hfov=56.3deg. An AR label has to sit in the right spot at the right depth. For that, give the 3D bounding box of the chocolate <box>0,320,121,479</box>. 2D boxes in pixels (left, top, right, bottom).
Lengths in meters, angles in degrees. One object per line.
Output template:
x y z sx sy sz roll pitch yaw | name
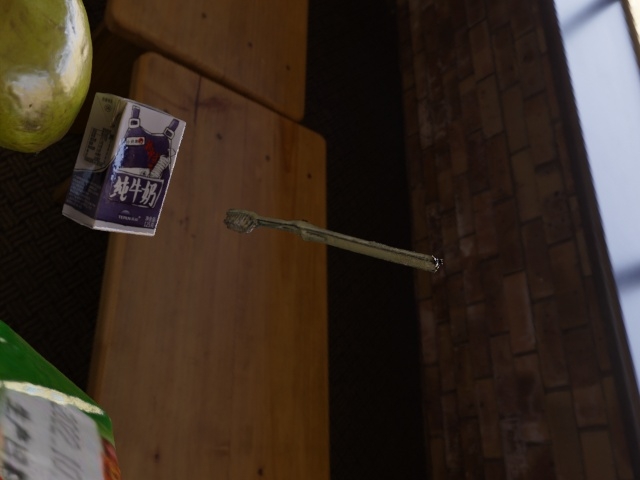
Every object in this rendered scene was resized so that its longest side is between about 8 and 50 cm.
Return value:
-0.286 0.283 0.397 0.161 0.341 0.360 41 88 -30 | chocolate

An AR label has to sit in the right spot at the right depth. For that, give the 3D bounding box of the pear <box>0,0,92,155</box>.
-0.477 -0.278 0.884 0.287 0.375 0.287 1 46 -1 | pear

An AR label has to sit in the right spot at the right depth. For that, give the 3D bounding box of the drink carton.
-0.340 -0.130 1.042 0.134 0.101 0.223 10 98 -54 | drink carton

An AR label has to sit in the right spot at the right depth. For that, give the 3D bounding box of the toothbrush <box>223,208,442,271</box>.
0.003 -0.004 0.705 0.028 0.294 0.026 -56 145 -37 | toothbrush
